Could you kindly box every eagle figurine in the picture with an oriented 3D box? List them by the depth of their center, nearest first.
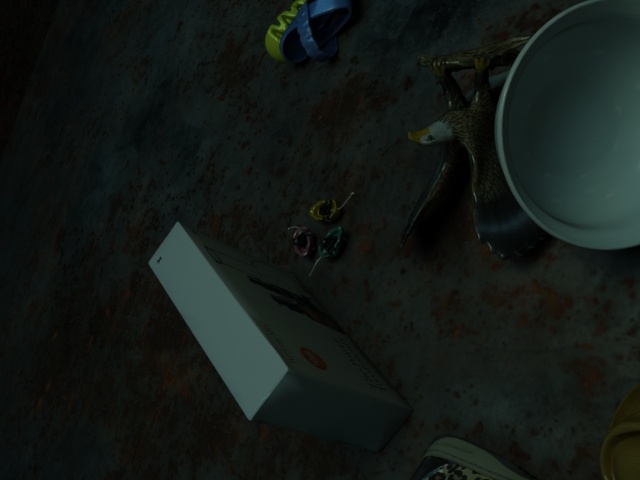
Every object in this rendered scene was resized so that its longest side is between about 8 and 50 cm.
[{"bbox_3d":[0.216,-0.133,1.112,0.226,0.225,0.298,-102,5,-82],"label":"eagle figurine"}]

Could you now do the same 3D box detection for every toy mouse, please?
[{"bbox_3d":[0.000,0.000,1.334,0.161,0.031,0.143,-12,63,40],"label":"toy mouse"}]

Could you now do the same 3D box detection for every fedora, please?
[{"bbox_3d":[0.364,0.237,0.808,0.194,0.079,0.194,-11,78,61],"label":"fedora"}]

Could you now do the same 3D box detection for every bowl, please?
[{"bbox_3d":[0.337,-0.143,0.943,0.297,0.298,0.134,-62,12,2],"label":"bowl"}]

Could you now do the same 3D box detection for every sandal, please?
[{"bbox_3d":[0.023,-0.473,1.473,0.138,0.126,0.317,43,111,42],"label":"sandal"}]

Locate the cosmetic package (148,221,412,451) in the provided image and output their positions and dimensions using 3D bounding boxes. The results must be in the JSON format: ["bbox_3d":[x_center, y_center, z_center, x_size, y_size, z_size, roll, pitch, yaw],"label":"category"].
[{"bbox_3d":[-0.068,0.143,1.152,0.097,0.284,0.377,-55,45,10],"label":"cosmetic package"}]

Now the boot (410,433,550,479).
[{"bbox_3d":[0.183,0.387,0.817,0.284,0.138,0.377,-39,33,-25],"label":"boot"}]
